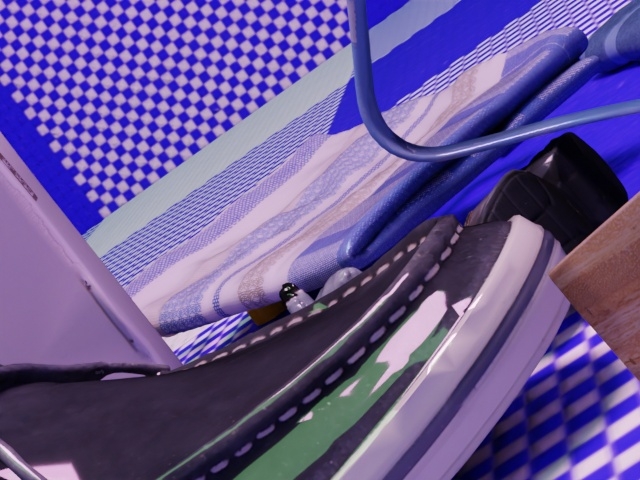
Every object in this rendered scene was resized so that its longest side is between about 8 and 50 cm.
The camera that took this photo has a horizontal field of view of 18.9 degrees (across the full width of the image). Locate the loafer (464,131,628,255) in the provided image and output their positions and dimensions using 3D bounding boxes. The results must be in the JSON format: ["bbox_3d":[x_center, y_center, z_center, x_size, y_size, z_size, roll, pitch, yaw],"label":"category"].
[{"bbox_3d":[0.091,0.003,0.855,0.061,0.062,0.170,-42,-4,25],"label":"loafer"}]

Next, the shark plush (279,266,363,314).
[{"bbox_3d":[0.007,0.042,0.919,0.073,0.067,0.161,-37,8,-6],"label":"shark plush"}]

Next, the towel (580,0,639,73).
[{"bbox_3d":[0.211,-0.139,1.227,0.067,0.029,0.119,-40,9,-18],"label":"towel"}]

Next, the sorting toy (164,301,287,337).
[{"bbox_3d":[0.000,0.000,1.271,0.348,0.047,0.196,-30,6,32],"label":"sorting toy"}]

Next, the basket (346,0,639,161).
[{"bbox_3d":[0.138,-0.179,0.848,0.289,0.254,0.201,-9,13,18],"label":"basket"}]

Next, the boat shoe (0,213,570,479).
[{"bbox_3d":[-0.128,0.120,0.754,0.500,0.156,0.187,-32,7,17],"label":"boat shoe"}]

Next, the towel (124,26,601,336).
[{"bbox_3d":[0.007,-0.024,1.056,0.209,0.034,0.285,-40,11,-30],"label":"towel"}]

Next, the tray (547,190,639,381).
[{"bbox_3d":[0.206,-0.079,0.457,0.203,0.076,0.411,-39,-6,-18],"label":"tray"}]

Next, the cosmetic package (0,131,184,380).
[{"bbox_3d":[-0.251,0.138,0.949,0.385,0.217,0.156,-35,9,-3],"label":"cosmetic package"}]
